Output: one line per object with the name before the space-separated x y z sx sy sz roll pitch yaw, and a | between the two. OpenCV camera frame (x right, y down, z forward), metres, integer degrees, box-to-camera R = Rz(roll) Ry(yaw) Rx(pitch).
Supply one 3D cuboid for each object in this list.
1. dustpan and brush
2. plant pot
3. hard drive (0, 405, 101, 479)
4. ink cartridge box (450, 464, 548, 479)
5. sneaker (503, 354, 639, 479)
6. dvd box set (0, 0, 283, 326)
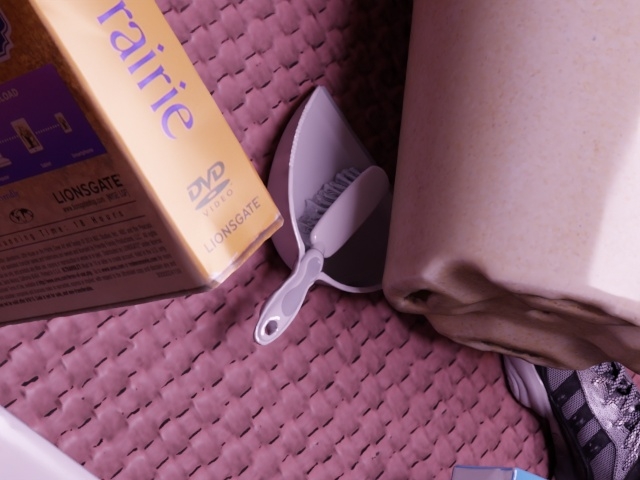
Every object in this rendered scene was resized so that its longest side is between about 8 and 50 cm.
dustpan and brush | 0.000 0.000 0.991 0.147 0.060 0.211 55 54 -21
plant pot | 0.184 -0.078 0.993 0.334 0.334 0.305 24 72 -36
hard drive | -0.135 0.263 0.813 0.319 0.040 0.210 44 78 -28
ink cartridge box | 0.166 0.232 1.008 0.181 0.061 0.104 26 68 -37
sneaker | 0.242 0.135 1.118 0.101 0.153 0.268 -18 96 -41
dvd box set | -0.230 -0.145 0.656 0.062 0.307 0.420 -45 111 -38
